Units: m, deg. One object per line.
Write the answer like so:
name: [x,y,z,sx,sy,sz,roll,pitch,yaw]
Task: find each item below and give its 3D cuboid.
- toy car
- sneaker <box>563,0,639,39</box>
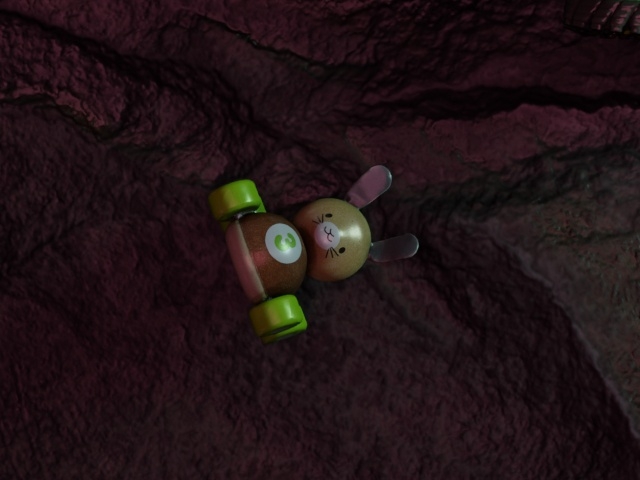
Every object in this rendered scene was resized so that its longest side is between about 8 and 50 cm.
toy car: [0.000,0.000,1.545,0.188,0.149,0.155,-20,81,-1]
sneaker: [0.413,-0.263,1.450,0.344,0.134,0.146,5,95,9]
